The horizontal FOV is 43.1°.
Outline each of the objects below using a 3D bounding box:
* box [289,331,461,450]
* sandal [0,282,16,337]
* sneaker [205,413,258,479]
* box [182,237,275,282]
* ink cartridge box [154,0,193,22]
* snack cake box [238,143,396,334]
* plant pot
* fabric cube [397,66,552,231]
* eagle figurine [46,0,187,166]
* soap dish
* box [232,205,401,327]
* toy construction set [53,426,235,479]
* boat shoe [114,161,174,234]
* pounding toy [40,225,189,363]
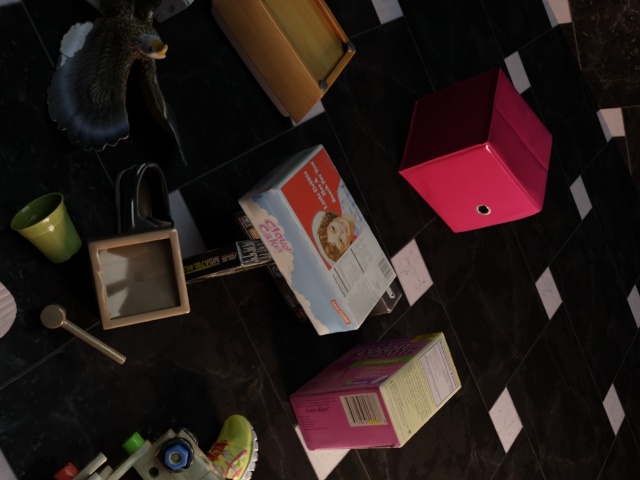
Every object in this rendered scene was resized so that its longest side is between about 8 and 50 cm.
[{"bbox_3d":[0.106,0.282,1.521,0.243,0.213,0.117,-27,99,-50],"label":"box"},{"bbox_3d":[-0.491,0.042,1.014,0.102,0.076,0.265,-62,146,-30],"label":"sandal"},{"bbox_3d":[-0.167,0.365,1.278,0.094,0.081,0.208,39,51,-32],"label":"sneaker"},{"bbox_3d":[-0.132,0.029,1.345,0.191,0.184,0.045,-11,88,-52],"label":"box"},{"bbox_3d":[-0.248,-0.451,1.438,0.052,0.088,0.122,50,45,-28],"label":"ink cartridge box"},{"bbox_3d":[0.000,0.000,1.296,0.152,0.089,0.264,-47,114,-44],"label":"snack cake box"},{"bbox_3d":[-0.383,-0.012,1.155,0.083,0.083,0.079,-59,135,-41],"label":"plant pot"},{"bbox_3d":[0.382,-0.213,1.977,0.258,0.254,0.259,43,49,-34],"label":"fabric cube"},{"bbox_3d":[-0.297,-0.284,1.288,0.226,0.225,0.298,12,101,-6],"label":"eagle figurine"},{"bbox_3d":[-0.063,-0.416,1.624,0.291,0.118,0.229,53,44,-22],"label":"soap dish"},{"bbox_3d":[-0.007,0.024,1.470,0.270,0.216,0.060,60,42,-18],"label":"box"},{"bbox_3d":[-0.225,0.397,1.145,0.215,0.151,0.327,-40,108,-2],"label":"toy construction set"},{"bbox_3d":[-0.270,-0.008,1.280,0.084,0.079,0.233,-2,81,-52],"label":"boat shoe"},{"bbox_3d":[-0.306,0.085,1.193,0.206,0.094,0.181,-10,97,-18],"label":"pounding toy"}]
